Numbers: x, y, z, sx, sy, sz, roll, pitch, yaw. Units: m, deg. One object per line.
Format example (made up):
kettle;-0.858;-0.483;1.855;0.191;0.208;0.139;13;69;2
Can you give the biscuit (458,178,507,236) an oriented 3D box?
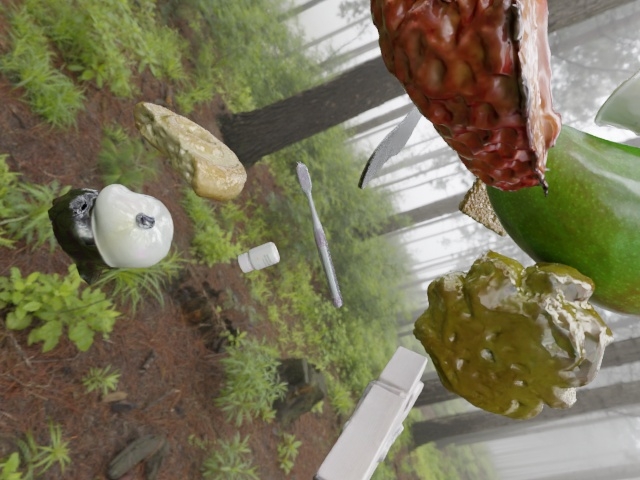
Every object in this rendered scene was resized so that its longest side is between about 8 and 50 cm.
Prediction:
biscuit;0.395;-0.136;0.962;0.131;0.237;0.026;27;9;-16

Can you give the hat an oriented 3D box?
hat;0.499;-0.186;0.635;0.126;0.203;0.203;60;12;22

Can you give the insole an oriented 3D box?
insole;0.137;-0.182;0.820;0.348;0.009;0.119;-49;164;-50

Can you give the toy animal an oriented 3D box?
toy animal;-0.330;-0.014;0.764;0.166;0.179;0.138;68;15;-59

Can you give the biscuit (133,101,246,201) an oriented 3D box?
biscuit;-0.262;-0.189;0.981;0.274;0.091;0.213;40;14;19

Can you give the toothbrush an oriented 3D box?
toothbrush;0.000;0.000;0.947;0.029;0.024;0.354;-113;-174;-57

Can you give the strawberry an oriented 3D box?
strawberry;0.136;-0.190;0.429;0.280;0.150;0.254;28;65;-58

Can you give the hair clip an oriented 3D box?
hair clip;0.088;0.313;0.783;0.331;0.085;0.101;-42;140;-48

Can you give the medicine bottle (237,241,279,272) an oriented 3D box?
medicine bottle;-0.145;0.041;1.087;0.052;0.089;0.052;-21;90;-88

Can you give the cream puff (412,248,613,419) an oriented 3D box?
cream puff;0.255;0.122;0.644;0.196;0.244;0.244;-45;117;-88

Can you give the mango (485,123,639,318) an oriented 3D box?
mango;0.401;-0.036;0.661;0.382;0.225;0.201;40;59;2
